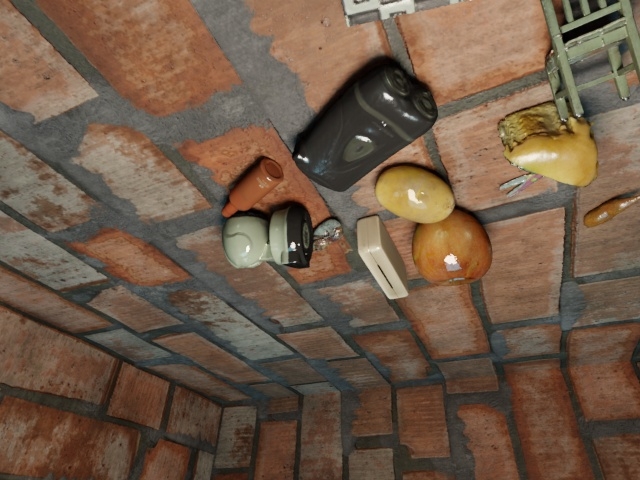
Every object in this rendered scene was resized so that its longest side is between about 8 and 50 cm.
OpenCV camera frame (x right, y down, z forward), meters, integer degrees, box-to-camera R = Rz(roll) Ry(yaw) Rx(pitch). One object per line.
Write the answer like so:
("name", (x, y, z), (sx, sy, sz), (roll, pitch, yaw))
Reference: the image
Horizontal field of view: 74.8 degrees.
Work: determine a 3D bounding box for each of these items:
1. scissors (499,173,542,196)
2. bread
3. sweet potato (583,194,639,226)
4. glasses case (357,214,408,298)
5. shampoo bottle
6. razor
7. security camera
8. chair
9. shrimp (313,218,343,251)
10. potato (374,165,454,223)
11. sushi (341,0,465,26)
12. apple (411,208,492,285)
("scissors", (0.601, -0.178, 1.172), (0.187, 0.020, 0.133), (-30, 137, 34))
("bread", (0.562, -0.239, 0.975), (0.251, 0.174, 0.133), (15, 139, -9))
("sweet potato", (0.864, -0.094, 1.241), (0.056, 0.056, 0.195), (13, 151, -14))
("glasses case", (0.216, 0.065, 1.421), (0.076, 0.144, 0.336), (-15, 139, 20))
("shampoo bottle", (-0.209, -0.140, 1.208), (0.085, 0.085, 0.244), (30, 136, -32))
("razor", (0.097, -0.258, 1.010), (0.204, 0.113, 0.349), (28, 138, -29))
("security camera", (-0.173, -0.007, 1.304), (0.277, 0.191, 0.197), (-4, 171, 12))
("chair", (0.519, -0.388, 0.822), (0.136, 0.147, 0.270), (-19, 95, 22))
("shrimp", (0.000, 0.000, 1.403), (0.090, 0.079, 0.233), (-19, 165, -42))
("potato", (0.266, -0.127, 1.173), (0.234, 0.146, 0.150), (15, 110, -16))
("sushi", (0.169, -0.552, 0.651), (0.343, 0.064, 0.359), (-5, 144, 16))
("apple", (0.406, 0.019, 1.298), (0.253, 0.253, 0.253), (1, 144, 1))
